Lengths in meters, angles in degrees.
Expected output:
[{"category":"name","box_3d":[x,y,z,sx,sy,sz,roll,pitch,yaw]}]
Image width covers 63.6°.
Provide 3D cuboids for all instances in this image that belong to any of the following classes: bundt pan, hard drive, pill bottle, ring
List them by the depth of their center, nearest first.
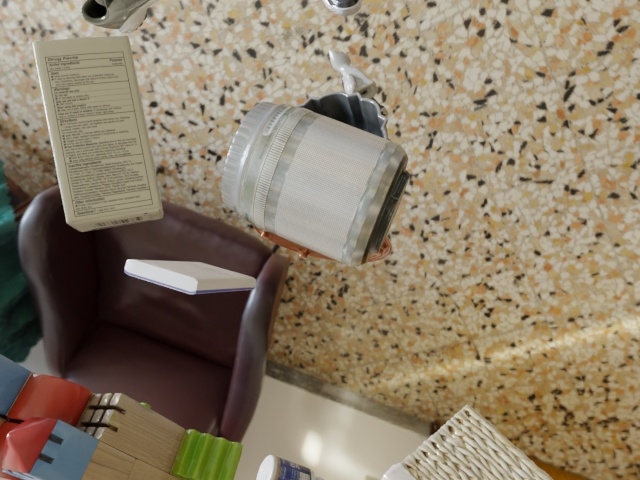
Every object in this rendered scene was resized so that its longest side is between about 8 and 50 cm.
[{"category":"pill bottle","box_3d":[-0.051,0.442,0.939,0.120,0.067,0.067,28,126,-18]},{"category":"ring","box_3d":[0.000,0.000,1.206,0.336,0.032,0.337,11,161,4]},{"category":"bundt pan","box_3d":[0.018,-0.191,1.226,0.330,0.331,0.124,-8,147,21]},{"category":"hard drive","box_3d":[-0.335,0.096,1.388,0.210,0.318,0.041,14,91,19]}]

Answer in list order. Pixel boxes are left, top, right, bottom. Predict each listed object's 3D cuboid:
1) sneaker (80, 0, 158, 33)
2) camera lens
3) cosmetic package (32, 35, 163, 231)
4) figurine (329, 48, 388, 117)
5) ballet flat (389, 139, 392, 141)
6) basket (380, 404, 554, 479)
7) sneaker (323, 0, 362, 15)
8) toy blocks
[{"category":"sneaker","box_3d":[-0.361,-0.485,0.970,0.271,0.108,0.100,-28,88,42]},{"category":"camera lens","box_3d":[-0.001,-0.096,0.880,0.274,0.219,0.220,23,125,8]},{"category":"cosmetic package","box_3d":[-0.371,-0.176,0.881,0.153,0.129,0.297,-10,88,-16]},{"category":"figurine","box_3d":[0.107,-0.490,1.635,0.092,0.210,0.215,-33,150,6]},{"category":"ballet flat","box_3d":[0.172,-0.196,1.380,0.084,0.058,0.250,5,154,25]},{"category":"basket","box_3d":[0.303,0.584,1.059,0.331,0.266,0.329,39,143,31]},{"category":"sneaker","box_3d":[0.031,-0.671,1.210,0.101,0.269,0.153,-14,162,4]},{"category":"toy blocks","box_3d":[-0.318,0.222,0.571,0.381,0.191,0.261,-12,136,33]}]
